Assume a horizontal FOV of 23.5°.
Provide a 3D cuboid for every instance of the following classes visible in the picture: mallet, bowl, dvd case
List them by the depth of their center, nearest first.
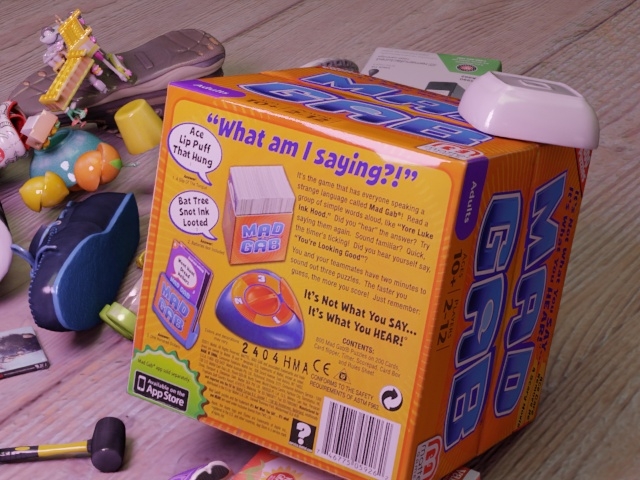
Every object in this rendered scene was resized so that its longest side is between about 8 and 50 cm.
[{"bbox_3d":[0.227,-0.143,1.653,0.142,0.053,0.142,9,15,-9],"label":"bowl"},{"bbox_3d":[-0.316,0.247,1.769,0.189,0.039,0.062,-10,35,-5],"label":"mallet"},{"bbox_3d":[-0.412,0.147,1.946,0.119,0.013,0.087,-14,34,-17],"label":"dvd case"}]

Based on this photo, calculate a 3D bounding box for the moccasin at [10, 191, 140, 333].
[{"bbox_3d":[-0.331,0.035,2.044,0.116,0.138,0.342,0,18,9],"label":"moccasin"}]

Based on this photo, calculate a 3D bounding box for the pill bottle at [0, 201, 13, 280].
[{"bbox_3d":[-0.491,-0.022,2.090,0.130,0.131,0.246,-10,21,-13],"label":"pill bottle"}]

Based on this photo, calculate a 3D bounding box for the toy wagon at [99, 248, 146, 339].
[{"bbox_3d":[-0.176,0.012,1.975,0.267,0.068,0.344,-53,7,-10],"label":"toy wagon"}]

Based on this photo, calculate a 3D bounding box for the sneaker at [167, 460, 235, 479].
[{"bbox_3d":[-0.168,0.298,1.669,0.170,0.068,0.071,-28,11,-29],"label":"sneaker"}]

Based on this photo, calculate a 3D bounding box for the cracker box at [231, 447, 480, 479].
[{"bbox_3d":[0.036,0.281,1.666,0.232,0.067,0.155,17,36,27],"label":"cracker box"}]

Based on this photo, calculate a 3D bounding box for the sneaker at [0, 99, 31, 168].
[{"bbox_3d":[-0.510,-0.161,2.317,0.145,0.090,0.270,-29,27,-4],"label":"sneaker"}]

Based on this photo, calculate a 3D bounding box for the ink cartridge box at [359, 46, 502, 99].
[{"bbox_3d":[0.145,-0.172,2.338,0.211,0.122,0.289,8,34,15],"label":"ink cartridge box"}]

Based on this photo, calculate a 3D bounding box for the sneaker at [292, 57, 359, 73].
[{"bbox_3d":[-0.068,-0.235,2.467,0.297,0.111,0.129,-21,31,-30],"label":"sneaker"}]

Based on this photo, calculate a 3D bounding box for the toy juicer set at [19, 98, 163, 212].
[{"bbox_3d":[-0.389,-0.092,2.267,0.329,0.089,0.209,-12,31,31],"label":"toy juicer set"}]

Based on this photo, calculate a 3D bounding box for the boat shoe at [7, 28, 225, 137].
[{"bbox_3d":[-0.311,-0.221,2.428,0.355,0.130,0.132,-16,40,-15],"label":"boat shoe"}]

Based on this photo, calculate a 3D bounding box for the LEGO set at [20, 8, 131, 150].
[{"bbox_3d":[-0.354,-0.234,2.294,0.132,0.107,0.287,-31,37,24],"label":"LEGO set"}]

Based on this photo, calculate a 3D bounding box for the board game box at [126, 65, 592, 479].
[{"bbox_3d":[0.049,0.023,1.720,0.356,0.356,0.356,18,17,27],"label":"board game box"}]
